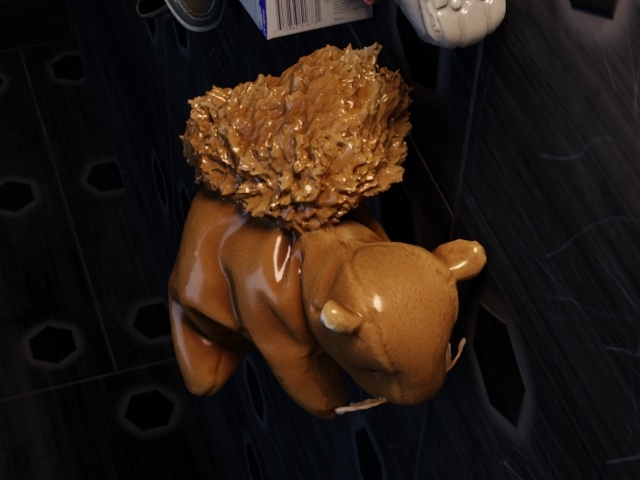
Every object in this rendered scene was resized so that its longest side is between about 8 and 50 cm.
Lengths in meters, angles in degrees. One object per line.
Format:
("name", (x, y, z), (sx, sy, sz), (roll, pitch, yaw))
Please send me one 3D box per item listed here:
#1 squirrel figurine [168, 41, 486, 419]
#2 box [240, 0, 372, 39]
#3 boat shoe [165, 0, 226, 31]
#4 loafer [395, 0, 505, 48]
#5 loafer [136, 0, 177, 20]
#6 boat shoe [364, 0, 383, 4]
("squirrel figurine", (0.000, 0.000, 1.518), (0.370, 0.281, 0.396), (-157, 53, -65))
("box", (-0.022, -0.295, 1.611), (0.137, 0.126, 0.072), (-122, 22, -52))
("boat shoe", (-0.209, -0.476, 2.221), (0.091, 0.109, 0.305), (125, 135, -78))
("loafer", (0.082, -0.320, 1.214), (0.111, 0.112, 0.319), (32, 134, 59))
("loafer", (-0.271, -0.443, 2.538), (0.267, 0.084, 0.096), (139, 118, -74))
("boat shoe", (0.033, -0.295, 1.499), (0.049, 0.043, 0.137), (35, 160, 39))
